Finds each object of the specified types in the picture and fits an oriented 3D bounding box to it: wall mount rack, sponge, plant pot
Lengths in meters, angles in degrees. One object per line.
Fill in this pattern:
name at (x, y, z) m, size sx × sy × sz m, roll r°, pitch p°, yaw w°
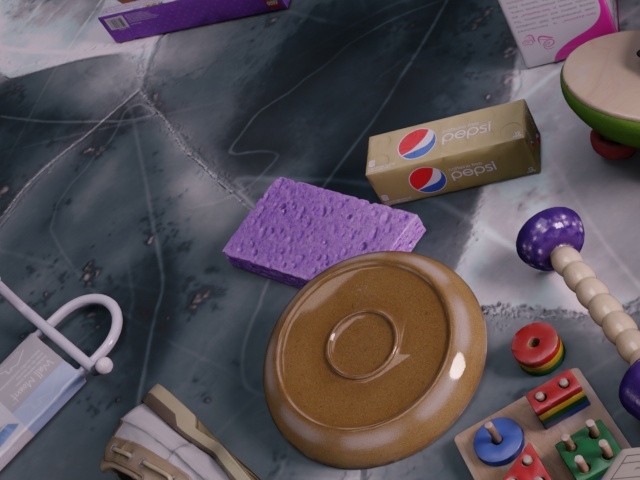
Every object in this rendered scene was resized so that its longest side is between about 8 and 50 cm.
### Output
wall mount rack at (-0.348, 0.179, 1.385) m, size 0.350 × 0.130 × 0.304 m, roll -48°, pitch 44°, yaw -14°
sponge at (0.000, 0.000, 1.408) m, size 0.210 × 0.031 × 0.117 m, roll 17°, pitch 63°, yaw 40°
plant pot at (0.045, 0.106, 1.256) m, size 0.236 × 0.032 × 0.236 m, roll -13°, pitch 54°, yaw 19°

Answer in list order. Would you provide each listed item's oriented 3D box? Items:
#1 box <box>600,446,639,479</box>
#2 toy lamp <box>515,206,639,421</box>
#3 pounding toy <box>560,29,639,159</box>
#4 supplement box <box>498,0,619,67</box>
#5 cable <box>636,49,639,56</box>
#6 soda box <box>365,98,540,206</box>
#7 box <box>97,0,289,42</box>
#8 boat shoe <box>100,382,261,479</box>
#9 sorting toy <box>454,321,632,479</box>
box at (0.199, 0.270, 0.795) m, size 0.311 × 0.121 × 0.148 m, roll -44°, pitch 17°, yaw -35°
toy lamp at (0.266, 0.075, 1.145) m, size 0.080 × 0.080 × 0.274 m, roll -30°, pitch 41°, yaw 4°
pounding toy at (0.353, -0.125, 1.271) m, size 0.237 × 0.110 × 0.183 m, roll -12°, pitch 37°, yaw -10°
supplement box at (0.246, -0.311, 1.402) m, size 0.111 × 0.220 × 0.114 m, roll -11°, pitch 46°, yaw 22°
cable at (0.393, -0.190, 1.226) m, size 0.150 × 0.047 × 0.184 m, roll 35°, pitch 61°, yaw 28°
soda box at (0.144, -0.093, 1.385) m, size 0.181 × 0.058 × 0.061 m, roll -13°, pitch 46°, yaw 23°
box at (-0.160, -0.395, 1.846) m, size 0.293 × 0.057 × 0.201 m, roll -6°, pitch 50°, yaw 28°
boat shoe at (-0.110, 0.244, 1.203) m, size 0.103 × 0.113 × 0.302 m, roll -45°, pitch 33°, yaw -10°
sorting toy at (0.195, 0.186, 1.107) m, size 0.132 × 0.046 × 0.274 m, roll -31°, pitch 43°, yaw 4°
